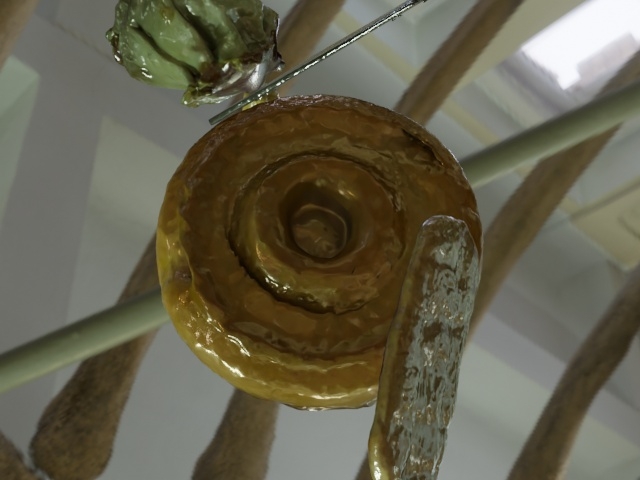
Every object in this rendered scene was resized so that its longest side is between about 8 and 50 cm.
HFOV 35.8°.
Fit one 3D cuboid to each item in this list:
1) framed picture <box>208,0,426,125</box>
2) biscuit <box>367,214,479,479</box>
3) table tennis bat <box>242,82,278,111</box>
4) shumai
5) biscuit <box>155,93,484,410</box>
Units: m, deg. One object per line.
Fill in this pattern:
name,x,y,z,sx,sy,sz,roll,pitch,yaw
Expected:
framed picture,0.043,-0.248,1.200,0.255,0.338,0.014,-41,-77,-47
biscuit,0.051,0.055,0.471,0.071,0.018,0.147,45,-127,-49
table tennis bat,-0.108,-0.085,1.486,0.050,0.321,0.198,7,-148,-8
shumai,-0.127,-0.193,1.035,0.184,0.184,0.142,11,-122,-47
biscuit,0.000,0.000,0.868,0.296,0.102,0.297,1,-113,-2
